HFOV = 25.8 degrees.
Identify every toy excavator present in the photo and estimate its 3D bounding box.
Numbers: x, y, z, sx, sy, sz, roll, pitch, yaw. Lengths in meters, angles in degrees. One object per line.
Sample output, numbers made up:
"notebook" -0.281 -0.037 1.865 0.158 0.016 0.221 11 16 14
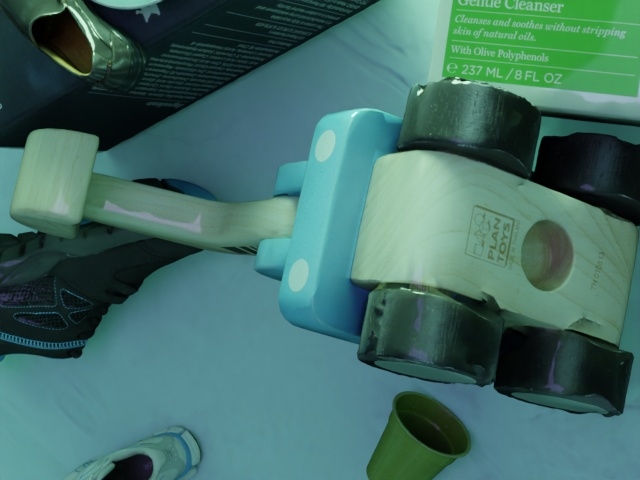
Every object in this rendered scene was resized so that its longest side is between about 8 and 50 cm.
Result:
"toy excavator" 0.000 0.000 1.203 0.445 0.433 0.222 -4 72 55

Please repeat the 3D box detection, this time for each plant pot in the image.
"plant pot" 0.083 0.195 1.283 0.083 0.083 0.079 42 118 18

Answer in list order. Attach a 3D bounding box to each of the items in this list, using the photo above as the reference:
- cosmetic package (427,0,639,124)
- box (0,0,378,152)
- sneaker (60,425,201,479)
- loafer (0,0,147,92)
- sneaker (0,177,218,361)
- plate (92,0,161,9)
"cosmetic package" 0.224 -0.283 1.149 0.197 0.155 0.365 8 94 26
"box" -0.164 -0.294 1.301 0.395 0.212 0.293 -26 80 26
"sneaker" -0.216 0.245 1.404 0.191 0.083 0.071 -33 78 21
"loafer" -0.224 -0.185 1.182 0.170 0.061 0.062 34 108 22
"sneaker" -0.242 0.037 1.417 0.341 0.125 0.139 -17 110 20
"plate" -0.152 -0.286 1.163 0.188 0.024 0.188 1 92 26
